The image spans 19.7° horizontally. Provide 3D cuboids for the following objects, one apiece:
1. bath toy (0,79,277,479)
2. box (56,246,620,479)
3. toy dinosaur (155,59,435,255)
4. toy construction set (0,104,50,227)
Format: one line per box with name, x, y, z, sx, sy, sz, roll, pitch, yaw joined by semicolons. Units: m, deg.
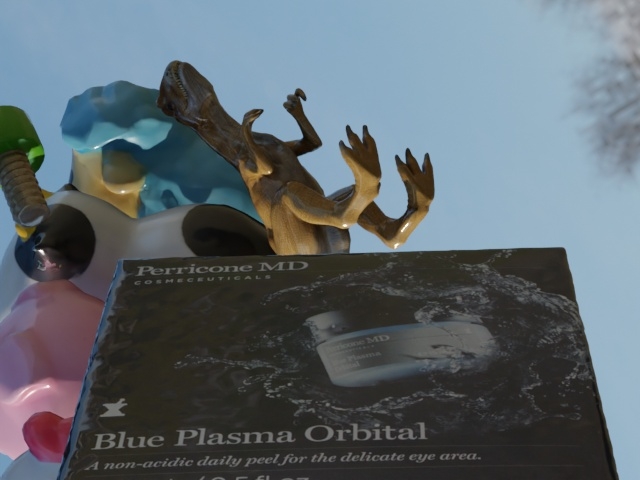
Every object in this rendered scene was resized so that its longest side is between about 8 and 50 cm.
bath toy;-0.095;0.055;0.851;0.348;0.151;0.129;-87;-21;-57
box;0.006;0.076;0.569;0.158;0.156;0.093;-87;-5;-65
toy dinosaur;0.000;0.000;0.872;0.064;0.112;0.211;-21;-98;-56
toy construction set;-0.330;-0.084;0.827;0.237;0.309;0.257;63;-176;34
